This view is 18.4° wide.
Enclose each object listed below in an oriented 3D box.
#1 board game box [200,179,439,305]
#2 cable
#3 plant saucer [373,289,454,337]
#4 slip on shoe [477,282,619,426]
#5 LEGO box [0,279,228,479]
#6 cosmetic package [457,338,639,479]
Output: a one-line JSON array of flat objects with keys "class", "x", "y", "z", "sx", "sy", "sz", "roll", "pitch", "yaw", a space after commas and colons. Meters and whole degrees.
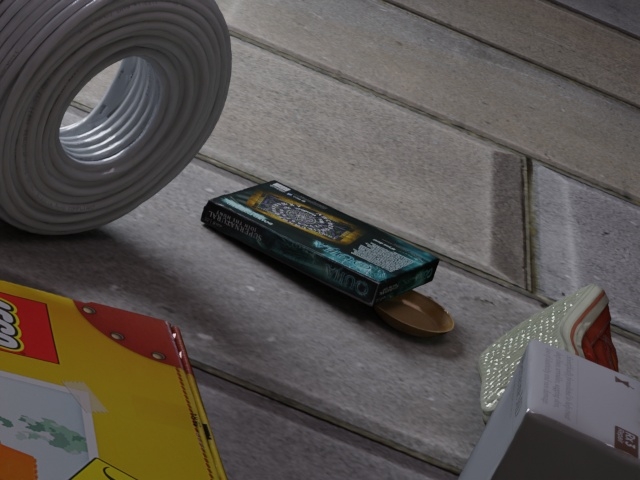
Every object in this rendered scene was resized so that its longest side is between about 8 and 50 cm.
[{"class": "board game box", "x": 0.000, "y": 0.000, "z": 1.795, "sx": 0.186, "sy": 0.026, "sz": 0.126, "roll": 26, "pitch": 21, "yaw": 23}, {"class": "cable", "x": -0.184, "y": -0.124, "z": 1.598, "sx": 0.257, "sy": 0.257, "sz": 0.089, "roll": -27, "pitch": 52, "yaw": -29}, {"class": "plant saucer", "x": 0.078, "y": 0.065, "z": 1.761, "sx": 0.083, "sy": 0.015, "sz": 0.083, "roll": 20, "pitch": 20, "yaw": -8}, {"class": "slip on shoe", "x": 0.201, "y": 0.120, "z": 1.659, "sx": 0.101, "sy": 0.123, "sz": 0.331, "roll": 56, "pitch": 15, "yaw": -6}, {"class": "LEGO box", "x": -0.222, "y": 0.191, "z": 0.877, "sx": 0.372, "sy": 0.193, "sz": 0.500, "roll": 15, "pitch": 22, "yaw": -21}, {"class": "cosmetic package", "x": 0.112, "y": 0.187, "z": 1.192, "sx": 0.085, "sy": 0.231, "sz": 0.117, "roll": 23, "pitch": 20, "yaw": -1}]
